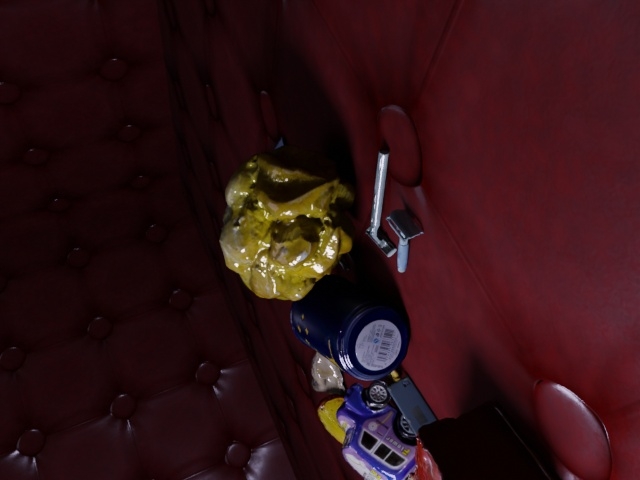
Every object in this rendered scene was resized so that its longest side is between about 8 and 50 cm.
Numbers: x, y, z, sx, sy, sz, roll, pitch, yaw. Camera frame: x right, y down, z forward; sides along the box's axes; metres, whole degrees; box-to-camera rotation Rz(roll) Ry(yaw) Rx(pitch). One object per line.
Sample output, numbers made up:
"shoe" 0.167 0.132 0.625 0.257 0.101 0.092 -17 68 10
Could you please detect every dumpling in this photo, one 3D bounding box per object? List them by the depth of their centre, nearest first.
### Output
"dumpling" 0.013 0.419 1.795 0.332 0.086 0.166 89 158 -55

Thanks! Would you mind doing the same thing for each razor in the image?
"razor" 0.147 0.013 1.057 0.135 0.040 0.068 85 159 -49
"razor" 0.108 -0.072 1.083 0.084 0.035 0.211 50 153 44

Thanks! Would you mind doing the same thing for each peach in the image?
"peach" 0.067 0.517 1.710 0.172 0.092 0.127 31 141 38

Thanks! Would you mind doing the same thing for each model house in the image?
"model house" 0.254 0.419 0.949 0.254 0.160 0.196 85 158 -43

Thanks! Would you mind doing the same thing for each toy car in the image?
"toy car" 0.125 0.429 1.283 0.235 0.158 0.172 36 149 23

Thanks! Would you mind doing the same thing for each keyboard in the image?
"keyboard" 0.203 0.360 1.208 0.176 0.055 0.014 56 167 38

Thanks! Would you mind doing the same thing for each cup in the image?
"cup" 0.096 0.195 1.269 0.256 0.255 0.178 20 89 65

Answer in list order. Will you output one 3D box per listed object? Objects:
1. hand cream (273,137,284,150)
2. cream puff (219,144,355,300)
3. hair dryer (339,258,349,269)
"hand cream" -0.129 -0.195 1.644 0.271 0.058 0.091 143 119 -68
"cream puff" -0.035 -0.029 1.215 0.257 0.291 0.325 7 90 43
"hair dryer" 0.000 0.000 1.414 0.198 0.100 0.057 51 -162 14
